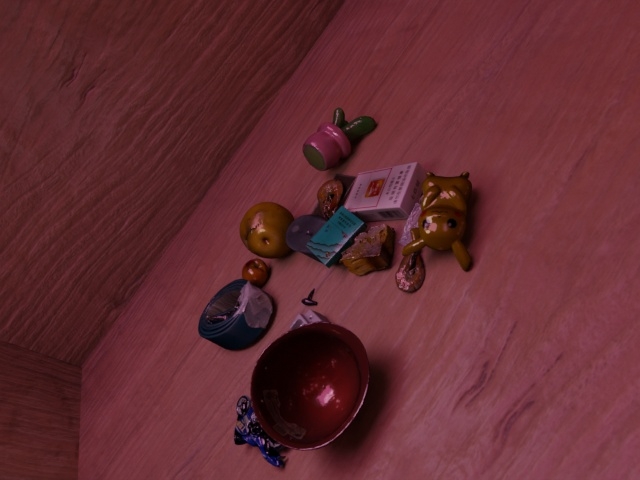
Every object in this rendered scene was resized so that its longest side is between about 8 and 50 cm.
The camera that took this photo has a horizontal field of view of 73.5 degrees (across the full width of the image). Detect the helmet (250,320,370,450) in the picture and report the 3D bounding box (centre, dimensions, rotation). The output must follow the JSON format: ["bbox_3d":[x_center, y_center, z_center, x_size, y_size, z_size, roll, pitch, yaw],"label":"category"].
[{"bbox_3d":[-0.010,0.452,1.356,0.337,0.230,0.385,40,83,24],"label":"helmet"}]

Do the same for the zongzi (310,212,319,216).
[{"bbox_3d":[-0.037,-0.036,2.024,0.154,0.062,0.130,-51,62,32],"label":"zongzi"}]

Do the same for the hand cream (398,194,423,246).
[{"bbox_3d":[0.364,-0.091,1.561,0.084,0.050,0.257,27,85,54],"label":"hand cream"}]

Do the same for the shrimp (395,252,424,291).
[{"bbox_3d":[0.314,0.092,1.466,0.101,0.042,0.190,4,61,30],"label":"shrimp"}]

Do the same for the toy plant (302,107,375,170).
[{"bbox_3d":[0.068,-0.522,2.186,0.356,0.211,0.317,-50,29,-17],"label":"toy plant"}]

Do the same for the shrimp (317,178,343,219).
[{"bbox_3d":[0.048,-0.190,2.006,0.145,0.061,0.267,-25,39,24],"label":"shrimp"}]

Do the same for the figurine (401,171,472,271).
[{"bbox_3d":[0.389,-0.075,1.399,0.218,0.169,0.327,2,53,26],"label":"figurine"}]

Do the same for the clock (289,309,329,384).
[{"bbox_3d":[-0.055,0.409,1.568,0.262,0.116,0.231,-54,33,3],"label":"clock"}]

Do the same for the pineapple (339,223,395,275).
[{"bbox_3d":[0.190,0.038,1.602,0.236,0.114,0.186,-45,34,9],"label":"pineapple"}]

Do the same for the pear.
[{"bbox_3d":[-0.248,-0.050,2.093,0.285,0.285,0.336,-52,-1,2],"label":"pear"}]

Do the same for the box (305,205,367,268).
[{"bbox_3d":[0.062,-0.017,1.721,0.226,0.042,0.161,-47,43,1],"label":"box"}]

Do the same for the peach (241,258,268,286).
[{"bbox_3d":[-0.327,0.161,2.126,0.138,0.138,0.138,-32,39,30],"label":"peach"}]

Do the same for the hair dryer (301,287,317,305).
[{"bbox_3d":[-0.035,0.234,1.787,0.079,0.031,0.083,1,53,40],"label":"hair dryer"}]

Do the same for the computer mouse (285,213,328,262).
[{"bbox_3d":[0.000,0.000,1.866,0.370,0.122,0.188,21,76,47],"label":"computer mouse"}]

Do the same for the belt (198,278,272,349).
[{"bbox_3d":[-0.403,0.343,2.009,0.436,0.173,0.300,-19,44,41],"label":"belt"}]

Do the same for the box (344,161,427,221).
[{"bbox_3d":[0.255,-0.187,1.743,0.330,0.095,0.210,-2,59,53],"label":"box"}]

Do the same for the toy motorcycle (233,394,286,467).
[{"bbox_3d":[-0.225,0.688,1.539,0.315,0.113,0.169,13,81,46],"label":"toy motorcycle"}]

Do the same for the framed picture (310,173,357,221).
[{"bbox_3d":[0.059,-0.204,2.071,0.265,0.018,0.192,-58,33,-5],"label":"framed picture"}]
